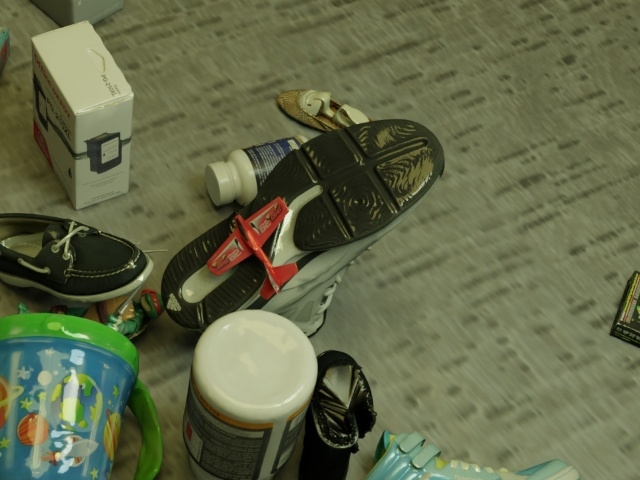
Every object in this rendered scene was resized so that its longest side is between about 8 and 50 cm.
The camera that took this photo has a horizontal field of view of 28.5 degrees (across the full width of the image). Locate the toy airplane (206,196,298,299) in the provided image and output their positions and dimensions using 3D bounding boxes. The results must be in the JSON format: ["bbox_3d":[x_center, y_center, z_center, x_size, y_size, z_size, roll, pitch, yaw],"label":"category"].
[{"bbox_3d":[-0.082,0.014,1.706,0.028,0.151,0.151,15,37,-56],"label":"toy airplane"}]

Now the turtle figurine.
[{"bbox_3d":[-0.313,0.104,1.824,0.234,0.118,0.175,-21,34,-7],"label":"turtle figurine"}]

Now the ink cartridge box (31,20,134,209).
[{"bbox_3d":[-0.371,-0.192,1.952,0.100,0.237,0.172,-21,61,-24],"label":"ink cartridge box"}]

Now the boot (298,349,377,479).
[{"bbox_3d":[0.027,0.218,1.756,0.094,0.207,0.246,12,53,-2],"label":"boot"}]

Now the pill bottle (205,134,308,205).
[{"bbox_3d":[-0.096,-0.109,2.036,0.169,0.094,0.094,-15,59,-21],"label":"pill bottle"}]

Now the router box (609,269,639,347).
[{"bbox_3d":[0.530,0.118,2.034,0.092,0.038,0.122,25,53,6],"label":"router box"}]

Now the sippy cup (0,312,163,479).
[{"bbox_3d":[-0.359,0.246,1.645,0.306,0.240,0.224,2,58,-6],"label":"sippy cup"}]

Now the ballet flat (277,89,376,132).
[{"bbox_3d":[0.023,-0.218,2.156,0.206,0.067,0.073,27,54,9],"label":"ballet flat"}]

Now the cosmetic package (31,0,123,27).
[{"bbox_3d":[-0.469,-0.485,2.230,0.238,0.107,0.127,44,58,16],"label":"cosmetic package"}]

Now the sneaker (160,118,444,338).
[{"bbox_3d":[-0.001,-0.001,1.844,0.448,0.257,0.169,-33,66,7],"label":"sneaker"}]

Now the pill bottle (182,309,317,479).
[{"bbox_3d":[-0.101,0.227,1.678,0.162,0.278,0.162,6,54,-8],"label":"pill bottle"}]

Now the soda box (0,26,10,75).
[{"bbox_3d":[-0.567,-0.276,2.084,0.063,0.058,0.183,11,54,-3],"label":"soda box"}]

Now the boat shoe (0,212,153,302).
[{"bbox_3d":[-0.374,0.017,1.801,0.303,0.091,0.114,2,41,32],"label":"boat shoe"}]

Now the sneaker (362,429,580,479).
[{"bbox_3d":[0.195,0.329,1.762,0.319,0.127,0.208,-20,62,-24],"label":"sneaker"}]
